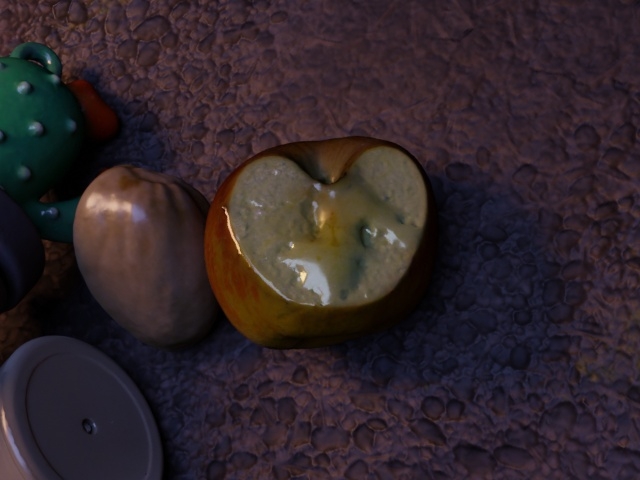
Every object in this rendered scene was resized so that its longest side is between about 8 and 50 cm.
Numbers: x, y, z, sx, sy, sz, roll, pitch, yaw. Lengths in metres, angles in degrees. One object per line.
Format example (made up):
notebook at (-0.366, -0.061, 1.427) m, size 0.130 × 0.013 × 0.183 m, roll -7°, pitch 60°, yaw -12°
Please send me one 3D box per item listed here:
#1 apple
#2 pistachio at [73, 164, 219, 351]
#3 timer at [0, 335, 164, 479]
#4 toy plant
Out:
apple at (0.000, 0.000, 1.006) m, size 0.195 × 0.160 × 0.173 m, roll -7°, pitch 83°, yaw -12°
pistachio at (-0.141, 0.017, 1.049) m, size 0.126 × 0.185 × 0.108 m, roll -34°, pitch 31°, yaw -17°
timer at (-0.289, 0.220, 1.069) m, size 0.266 × 0.175 × 0.175 m, roll -34°, pitch 70°, yaw 26°
toy plant at (-0.322, -0.034, 1.046) m, size 0.280 × 0.185 × 0.400 m, roll 17°, pitch 55°, yaw 13°
